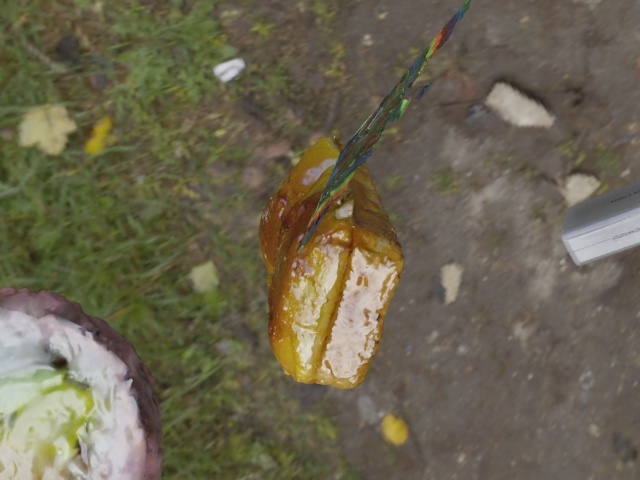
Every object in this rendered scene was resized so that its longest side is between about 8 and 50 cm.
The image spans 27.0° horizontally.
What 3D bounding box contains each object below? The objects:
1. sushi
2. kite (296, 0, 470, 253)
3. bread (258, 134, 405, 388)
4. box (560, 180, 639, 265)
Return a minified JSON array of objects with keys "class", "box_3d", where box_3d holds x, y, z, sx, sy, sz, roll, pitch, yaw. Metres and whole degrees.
[{"class":"sushi","box_3d":[-0.187,0.143,0.759,0.161,0.107,0.241,29,90,-9]},{"class":"kite","box_3d":[0.021,-0.041,0.500,0.004,0.122,0.090,36,161,-8]},{"class":"bread","box_3d":[0.000,0.000,1.385,0.109,0.380,0.185,11,109,-9]},{"class":"box","box_3d":[0.427,-0.044,1.684,0.243,0.103,0.055,-22,107,26]}]
